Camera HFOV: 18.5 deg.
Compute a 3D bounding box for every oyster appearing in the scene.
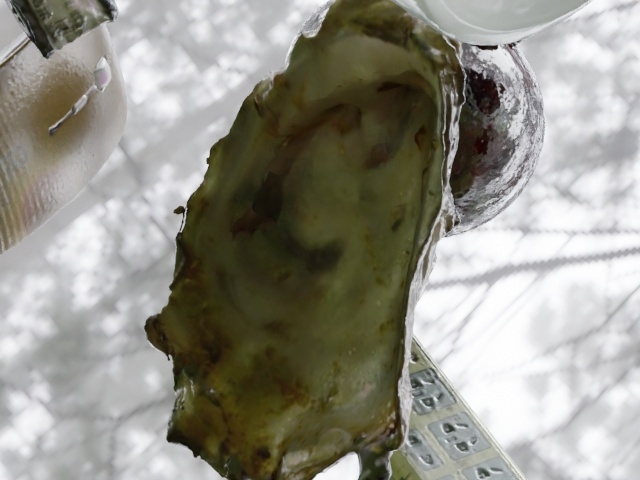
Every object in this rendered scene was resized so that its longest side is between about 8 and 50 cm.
[{"bbox_3d":[0.000,-0.012,1.244,0.221,0.096,0.361,13,-85,34],"label":"oyster"}]

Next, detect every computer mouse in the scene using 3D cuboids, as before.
[{"bbox_3d":[-0.215,-0.082,1.426,0.056,0.245,0.126,5,-53,34],"label":"computer mouse"}]

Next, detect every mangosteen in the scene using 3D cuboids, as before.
[{"bbox_3d":[0.079,-0.112,1.496,0.216,0.216,0.216,24,-46,27],"label":"mangosteen"}]

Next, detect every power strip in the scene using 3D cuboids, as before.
[{"bbox_3d":[0.067,0.132,1.487,0.268,0.092,0.034,53,-37,31],"label":"power strip"}]

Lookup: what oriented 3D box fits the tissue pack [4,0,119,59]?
[{"bbox_3d":[-0.225,-0.257,1.326,0.235,0.073,0.173,62,-1,-28],"label":"tissue pack"}]

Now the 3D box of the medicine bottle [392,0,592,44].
[{"bbox_3d":[0.000,-0.235,0.865,0.332,0.190,0.190,37,-40,34],"label":"medicine bottle"}]
